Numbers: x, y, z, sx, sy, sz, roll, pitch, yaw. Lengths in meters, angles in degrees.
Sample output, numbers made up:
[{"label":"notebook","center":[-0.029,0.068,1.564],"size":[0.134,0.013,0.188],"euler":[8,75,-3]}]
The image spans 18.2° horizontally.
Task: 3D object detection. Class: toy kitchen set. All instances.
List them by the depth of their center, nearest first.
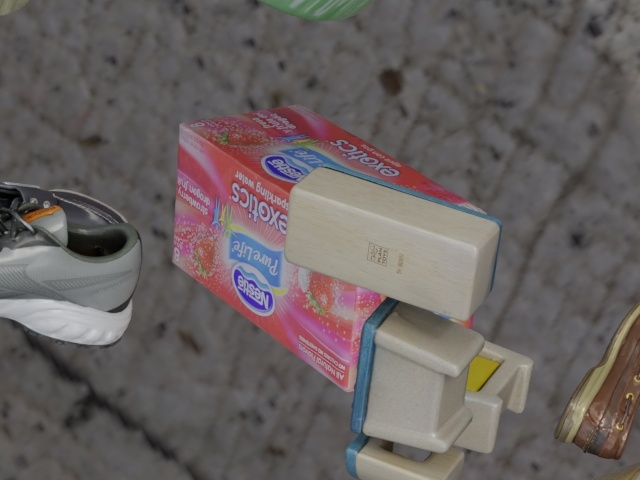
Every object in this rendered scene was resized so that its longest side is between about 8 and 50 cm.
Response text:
[{"label":"toy kitchen set","center":[0.062,0.041,1.258],"size":[0.122,0.166,0.207],"euler":[19,123,20]}]

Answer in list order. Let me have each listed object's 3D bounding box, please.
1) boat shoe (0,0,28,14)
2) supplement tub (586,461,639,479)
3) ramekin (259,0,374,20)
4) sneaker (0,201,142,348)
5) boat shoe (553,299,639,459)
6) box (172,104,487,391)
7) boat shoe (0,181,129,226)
[{"label":"boat shoe","center":[-0.258,-0.194,1.516],"size":[0.042,0.133,0.049],"euler":[25,106,6]},{"label":"supplement tub","center":[0.287,0.288,1.605],"size":[0.228,0.228,0.316],"euler":[60,145,2]},{"label":"ramekin","center":[-0.017,-0.324,1.614],"size":[0.148,0.303,0.303],"euler":[-41,82,32]},{"label":"sneaker","center":[-0.268,0.011,1.591],"size":[0.100,0.272,0.108],"euler":[55,130,48]},{"label":"boat shoe","center":[0.253,0.107,1.608],"size":[0.060,0.178,0.064],"euler":[31,147,13]},{"label":"box","center":[0.000,0.000,1.821],"size":[0.300,0.142,0.154],"euler":[34,127,47]},{"label":"boat shoe","center":[-0.273,-0.016,1.804],"size":[0.206,0.065,0.075],"euler":[13,94,-5]}]
